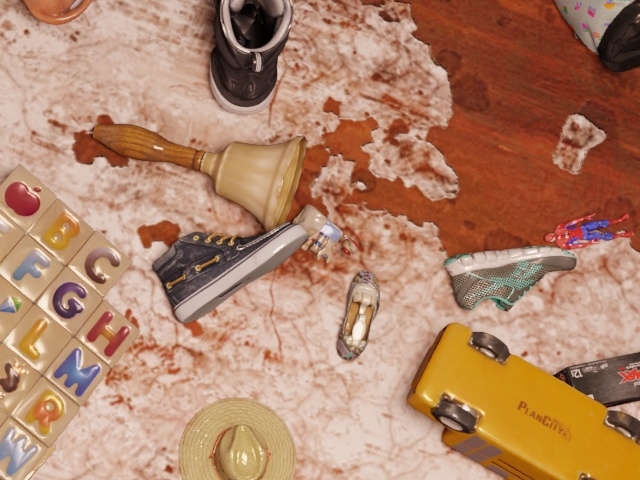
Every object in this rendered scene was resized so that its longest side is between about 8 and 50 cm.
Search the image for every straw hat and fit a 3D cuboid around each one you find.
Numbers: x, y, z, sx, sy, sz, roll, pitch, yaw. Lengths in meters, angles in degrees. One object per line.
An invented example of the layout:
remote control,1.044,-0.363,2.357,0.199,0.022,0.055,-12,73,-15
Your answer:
straw hat,-0.086,0.240,1.543,0.145,0.061,0.144,3,72,-11

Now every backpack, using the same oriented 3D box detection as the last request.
backpack,0.369,-0.323,1.782,0.115,0.152,0.182,-15,64,-26

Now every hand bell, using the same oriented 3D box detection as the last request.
hand bell,-0.150,-0.096,1.629,0.242,0.126,0.126,17,69,7

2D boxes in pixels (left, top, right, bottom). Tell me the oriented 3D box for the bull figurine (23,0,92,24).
bull figurine,-0.351,-0.395,1.664,0.188,0.101,0.310,-32,82,-21

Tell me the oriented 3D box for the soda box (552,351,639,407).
soda box,0.367,0.166,1.667,0.169,0.060,0.053,-9,74,-14

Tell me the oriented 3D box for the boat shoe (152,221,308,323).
boat shoe,-0.106,0.013,1.574,0.183,0.065,0.083,-34,78,14

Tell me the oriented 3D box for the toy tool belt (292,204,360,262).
toy tool belt,0.000,0.000,1.649,0.083,0.052,0.051,41,93,-4

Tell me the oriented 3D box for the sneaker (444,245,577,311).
sneaker,0.232,0.047,1.684,0.167,0.065,0.076,-6,91,-11

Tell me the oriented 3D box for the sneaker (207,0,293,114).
sneaker,-0.084,-0.297,1.664,0.101,0.153,0.268,0,73,-13

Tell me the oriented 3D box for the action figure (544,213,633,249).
action figure,0.333,-0.011,1.734,0.115,0.030,0.038,-10,80,-13

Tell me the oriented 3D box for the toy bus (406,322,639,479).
toy bus,0.257,0.225,1.586,0.333,0.130,0.108,30,70,-2

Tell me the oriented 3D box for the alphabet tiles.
alphabet tiles,-0.367,0.092,1.503,0.285,0.011,0.342,43,62,-12

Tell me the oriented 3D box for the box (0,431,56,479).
box,-0.415,0.222,1.497,0.201,0.021,0.164,39,69,2

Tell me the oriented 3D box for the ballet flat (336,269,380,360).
ballet flat,0.049,0.085,1.633,0.041,0.041,0.114,17,70,-7
